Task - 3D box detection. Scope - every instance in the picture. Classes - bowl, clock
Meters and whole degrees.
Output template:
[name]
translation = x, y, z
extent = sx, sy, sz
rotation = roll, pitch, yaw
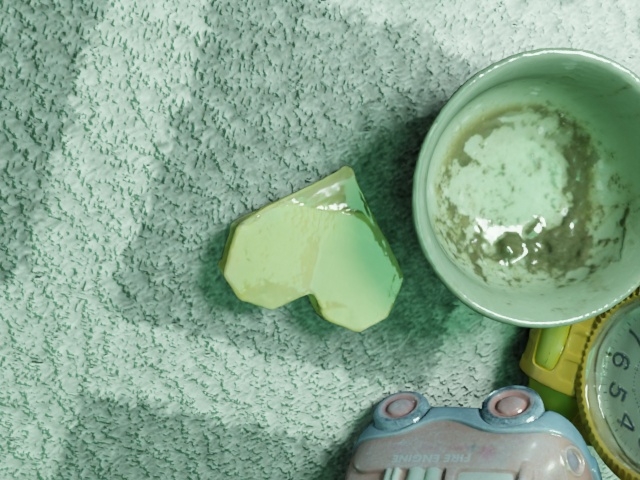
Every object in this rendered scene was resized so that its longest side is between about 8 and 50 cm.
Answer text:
[bowl]
translation = 0.226, -0.060, 0.778
extent = 0.289, 0.146, 0.290
rotation = -1, 100, -7
[clock]
translation = 0.387, 0.146, 0.785
extent = 0.200, 0.317, 0.244
rotation = 7, 101, -21

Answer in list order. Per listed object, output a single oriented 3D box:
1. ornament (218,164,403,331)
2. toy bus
[ornament]
translation = 0.000, 0.000, 0.796
extent = 0.201, 0.059, 0.180
rotation = 17, 96, -14
[toy bus]
translation = 0.157, 0.311, 0.783
extent = 0.294, 0.232, 0.197
rotation = -7, 113, 27
